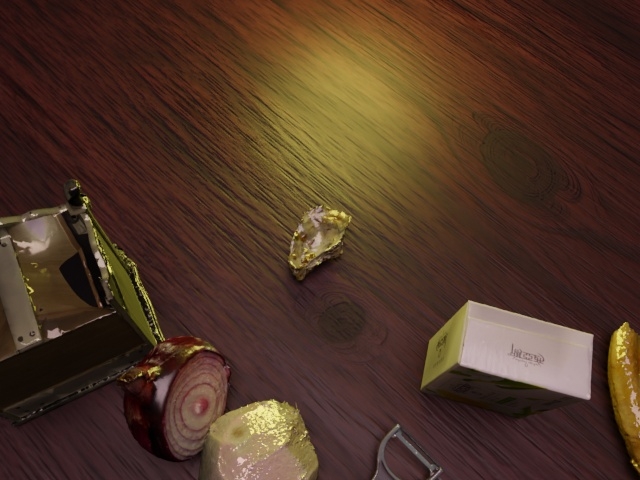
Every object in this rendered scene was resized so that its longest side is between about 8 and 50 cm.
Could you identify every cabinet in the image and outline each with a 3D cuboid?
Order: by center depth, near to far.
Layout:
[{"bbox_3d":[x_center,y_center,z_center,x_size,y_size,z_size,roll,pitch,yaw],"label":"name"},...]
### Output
[{"bbox_3d":[-0.447,0.110,0.835,0.290,0.318,0.227,-24,67,-14],"label":"cabinet"}]

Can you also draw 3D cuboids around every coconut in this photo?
[{"bbox_3d":[-0.107,0.356,0.816,0.194,0.194,0.194,2,63,-3],"label":"coconut"}]

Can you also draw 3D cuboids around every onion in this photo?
[{"bbox_3d":[-0.258,0.243,0.842,0.139,0.218,0.195,11,73,34],"label":"onion"}]

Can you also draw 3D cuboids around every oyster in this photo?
[{"bbox_3d":[-0.005,0.006,1.064,0.105,0.056,0.177,15,63,11],"label":"oyster"}]

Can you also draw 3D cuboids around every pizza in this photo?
[{"bbox_3d":[0.678,0.286,0.959,0.287,0.075,0.280,-2,65,-5],"label":"pizza"}]

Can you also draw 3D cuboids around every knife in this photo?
[{"bbox_3d":[0.080,0.450,0.849,0.123,0.053,0.278,42,69,11],"label":"knife"}]

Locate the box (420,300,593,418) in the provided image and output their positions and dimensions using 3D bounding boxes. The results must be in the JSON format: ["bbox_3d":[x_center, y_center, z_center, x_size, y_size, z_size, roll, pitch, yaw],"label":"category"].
[{"bbox_3d":[0.295,0.209,0.869,0.194,0.260,0.111,14,67,5],"label":"box"}]
